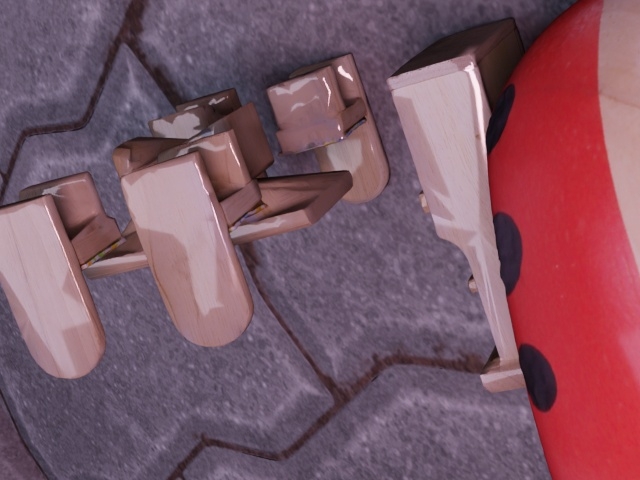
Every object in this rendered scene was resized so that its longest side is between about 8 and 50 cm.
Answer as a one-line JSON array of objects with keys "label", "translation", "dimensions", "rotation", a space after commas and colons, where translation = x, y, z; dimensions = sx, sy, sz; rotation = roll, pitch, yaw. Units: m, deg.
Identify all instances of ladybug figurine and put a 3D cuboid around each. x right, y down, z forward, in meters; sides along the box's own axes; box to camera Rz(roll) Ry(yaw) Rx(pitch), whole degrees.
[{"label": "ladybug figurine", "translation": [0.215, 0.038, 0.854], "dimensions": [0.161, 0.305, 0.450], "rotation": [-14, 79, 18]}]

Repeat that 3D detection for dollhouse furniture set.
[{"label": "dollhouse furniture set", "translation": [0.000, 0.000, 1.097], "dimensions": [0.394, 0.362, 0.257], "rotation": [-14, 104, 24]}]
